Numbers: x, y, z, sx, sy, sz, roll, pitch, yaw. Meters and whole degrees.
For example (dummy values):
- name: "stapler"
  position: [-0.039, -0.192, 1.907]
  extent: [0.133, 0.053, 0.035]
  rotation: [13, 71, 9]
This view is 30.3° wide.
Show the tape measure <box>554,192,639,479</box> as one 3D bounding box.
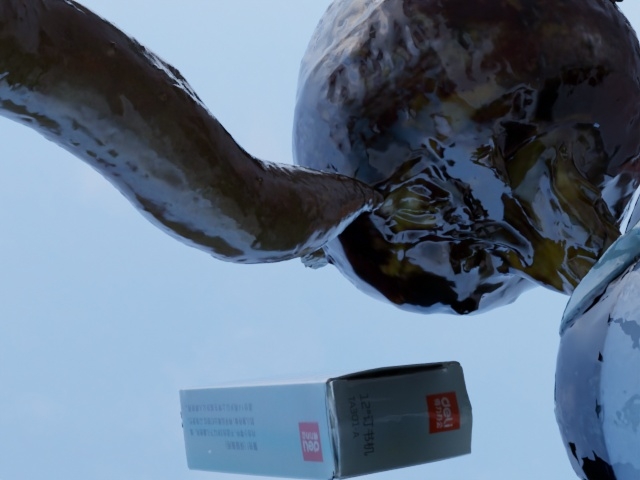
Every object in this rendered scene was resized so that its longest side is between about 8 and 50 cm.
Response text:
- name: "tape measure"
  position: [0.204, 0.066, 0.555]
  extent: [0.182, 0.107, 0.181]
  rotation: [10, -98, -25]

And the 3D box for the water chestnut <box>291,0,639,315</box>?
- name: "water chestnut"
  position: [0.137, -0.062, 0.970]
  extent: [0.335, 0.335, 0.347]
  rotation: [11, -138, -35]

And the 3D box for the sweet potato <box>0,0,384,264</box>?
- name: "sweet potato"
  position: [-0.067, -0.040, 0.477]
  extent: [0.281, 0.059, 0.067]
  rotation: [33, -150, -43]

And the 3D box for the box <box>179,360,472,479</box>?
- name: "box"
  position: [-0.006, 0.150, 0.989]
  extent: [0.135, 0.269, 0.079]
  rotation: [-4, -95, -33]

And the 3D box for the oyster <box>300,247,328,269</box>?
- name: "oyster"
  position: [0.000, 0.003, 1.153]
  extent: [0.093, 0.034, 0.051]
  rotation: [-68, -26, -49]
